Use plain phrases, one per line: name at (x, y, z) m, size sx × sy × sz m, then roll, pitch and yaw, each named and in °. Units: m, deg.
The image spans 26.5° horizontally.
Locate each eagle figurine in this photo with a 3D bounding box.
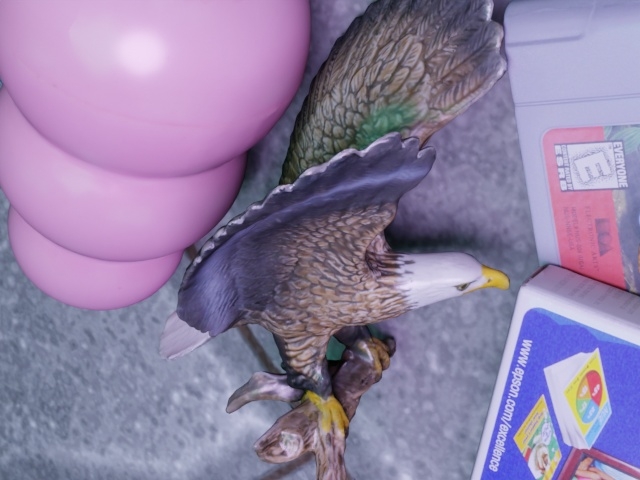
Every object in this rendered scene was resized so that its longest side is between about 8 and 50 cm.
eagle figurine at (0.011, -0.002, 0.857) m, size 0.226 × 0.225 × 0.298 m, roll -128°, pitch 26°, yaw -47°

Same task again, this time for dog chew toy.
dog chew toy at (-0.132, -0.083, 0.924) m, size 0.207 × 0.206 × 0.331 m, roll 36°, pitch 133°, yaw 14°

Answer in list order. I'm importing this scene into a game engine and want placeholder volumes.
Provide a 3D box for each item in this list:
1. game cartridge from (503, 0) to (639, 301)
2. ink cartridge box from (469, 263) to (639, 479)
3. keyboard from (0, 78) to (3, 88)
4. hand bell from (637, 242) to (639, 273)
game cartridge at (0.225, -0.012, 0.815) m, size 0.196 × 0.060 × 0.294 m, roll -4°, pitch 108°, yaw 29°
ink cartridge box at (0.234, 0.203, 0.827) m, size 0.307 × 0.072 × 0.303 m, roll 22°, pitch 117°, yaw 21°
keyboard at (-0.254, -0.137, 1.085) m, size 0.072 × 0.014 × 0.256 m, roll -17°, pitch 100°, yaw 41°
hand bell at (0.291, 0.012, 0.713) m, size 0.242 × 0.126 × 0.126 m, roll 3°, pitch 112°, yaw 21°
